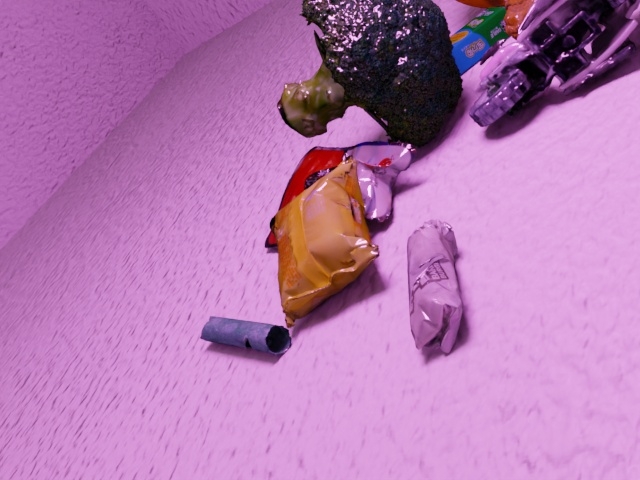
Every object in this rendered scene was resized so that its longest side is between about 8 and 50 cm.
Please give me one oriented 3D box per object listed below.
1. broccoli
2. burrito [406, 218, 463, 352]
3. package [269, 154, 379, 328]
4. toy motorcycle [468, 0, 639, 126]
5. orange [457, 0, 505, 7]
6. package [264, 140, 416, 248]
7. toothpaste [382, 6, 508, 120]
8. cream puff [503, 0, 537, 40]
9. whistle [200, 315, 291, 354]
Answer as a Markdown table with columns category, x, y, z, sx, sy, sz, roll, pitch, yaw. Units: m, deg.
| category | x | y | z | sx | sy | sz | roll | pitch | yaw |
| --- | --- | --- | --- | --- | --- | --- | --- | --- | --- |
| broccoli | 0.077 | -0.260 | 1.345 | 0.297 | 0.297 | 0.298 | -38 | 16 | 40 |
| burrito | 0.120 | 0.039 | 0.936 | 0.064 | 0.064 | 0.203 | -28 | 24 | 21 |
| package | 0.000 | 0.000 | 1.129 | 0.168 | 0.090 | 0.226 | -39 | 31 | 23 |
| toy motorcycle | 0.331 | -0.281 | 1.177 | 0.327 | 0.143 | 0.188 | -43 | 8 | 28 |
| orange | 0.312 | -0.565 | 1.543 | 0.312 | 0.312 | 0.312 | -31 | 22 | 14 |
| package | 0.028 | -0.070 | 1.288 | 0.269 | 0.071 | 0.194 | -10 | 42 | 56 |
| toothpaste | 0.208 | -0.298 | 1.493 | 0.266 | 0.050 | 0.065 | -38 | 19 | -5 |
| cream puff | 0.342 | -0.338 | 1.299 | 0.143 | 0.103 | 0.126 | -23 | 3 | 1 |
| whistle | -0.102 | 0.120 | 1.134 | 0.039 | 0.039 | 0.186 | -47 | 24 | -25 |
